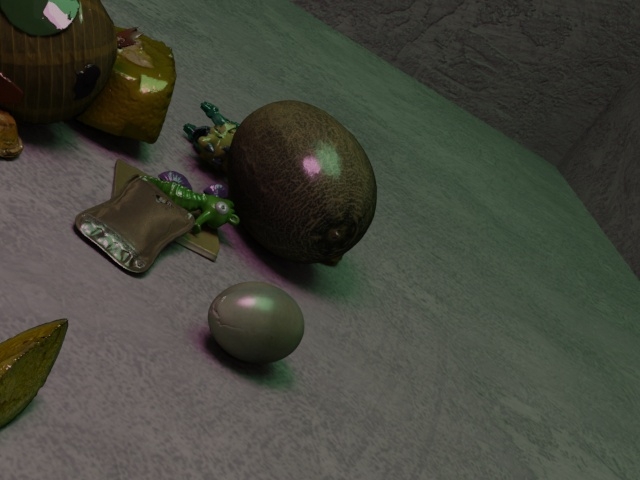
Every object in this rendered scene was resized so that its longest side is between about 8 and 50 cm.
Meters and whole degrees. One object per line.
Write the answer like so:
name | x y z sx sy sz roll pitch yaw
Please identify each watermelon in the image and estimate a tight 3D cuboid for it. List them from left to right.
watermelon | -0.341 0.137 1.199 0.075 0.092 0.181 25 27 7

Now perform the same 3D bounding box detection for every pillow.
pillow | -0.270 -0.026 1.717 0.130 0.033 0.217 40 30 2

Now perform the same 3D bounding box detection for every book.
book | -0.249 -0.052 1.865 0.192 0.013 0.168 29 21 -20

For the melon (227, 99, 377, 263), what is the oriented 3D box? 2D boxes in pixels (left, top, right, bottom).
melon | -0.037 -0.104 1.989 0.248 0.249 0.329 21 27 -38

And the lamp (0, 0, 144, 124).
lamp | -0.412 -0.302 1.778 0.284 0.250 0.250 -7 39 -20

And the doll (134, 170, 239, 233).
doll | -0.217 -0.063 1.856 0.190 0.050 0.115 21 33 -19

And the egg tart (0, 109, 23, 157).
egg tart | -0.488 -0.172 1.684 0.128 0.049 0.129 32 19 -12

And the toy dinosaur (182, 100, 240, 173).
toy dinosaur | -0.156 -0.166 2.172 0.259 0.094 0.153 28 21 -45

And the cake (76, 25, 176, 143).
cake | -0.350 -0.273 1.985 0.179 0.156 0.260 13 21 -15

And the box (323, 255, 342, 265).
box | 0.000 0.000 2.130 0.105 0.037 0.105 32 22 -14

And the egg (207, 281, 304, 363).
egg | -0.091 0.114 1.616 0.152 0.114 0.114 23 24 -41
